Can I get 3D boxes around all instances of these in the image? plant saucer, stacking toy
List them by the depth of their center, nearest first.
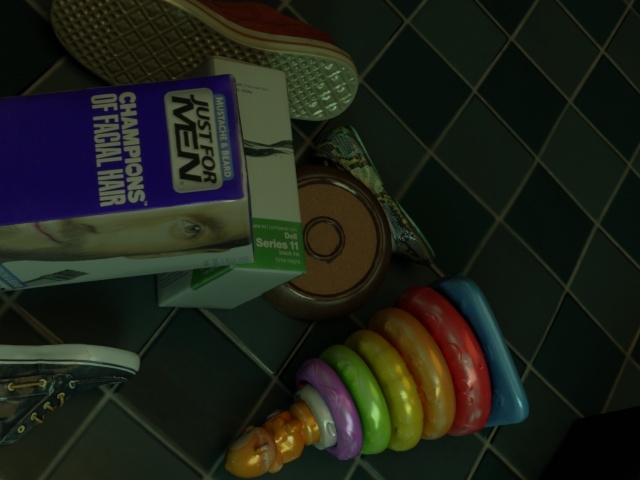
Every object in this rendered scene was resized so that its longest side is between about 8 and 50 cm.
[{"bbox_3d":[0.037,0.159,1.053,0.301,0.175,0.166,-21,85,-22],"label":"stacking toy"},{"bbox_3d":[0.000,0.000,1.109,0.168,0.029,0.169,2,83,-16],"label":"plant saucer"}]

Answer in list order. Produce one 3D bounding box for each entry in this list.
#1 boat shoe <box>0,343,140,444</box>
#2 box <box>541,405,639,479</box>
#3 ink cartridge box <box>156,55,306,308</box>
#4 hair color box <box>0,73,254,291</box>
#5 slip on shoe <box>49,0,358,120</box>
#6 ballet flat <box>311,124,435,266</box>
[{"bbox_3d":[-0.247,0.135,0.916,0.183,0.065,0.083,4,74,-26],"label":"boat shoe"},{"bbox_3d":[0.365,0.382,1.146,0.296,0.182,0.294,50,53,-8],"label":"box"},{"bbox_3d":[-0.096,-0.051,1.022,0.086,0.153,0.209,5,71,-34],"label":"ink cartridge box"},{"bbox_3d":[-0.225,-0.032,0.827,0.338,0.185,0.110,-8,75,-4],"label":"hair color box"},{"bbox_3d":[-0.119,-0.207,1.103,0.331,0.123,0.101,9,36,-25],"label":"slip on shoe"},{"bbox_3d":[0.053,-0.038,1.178,0.070,0.070,0.188,-35,91,-36],"label":"ballet flat"}]
